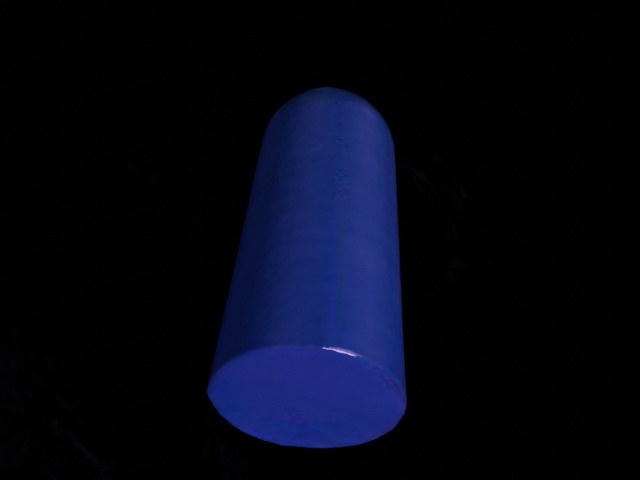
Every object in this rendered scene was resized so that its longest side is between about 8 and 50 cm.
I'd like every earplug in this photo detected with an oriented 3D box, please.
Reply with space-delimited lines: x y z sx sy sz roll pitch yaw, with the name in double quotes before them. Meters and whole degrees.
"earplug" 0.000 0.000 0.847 0.132 0.132 0.273 32 45 -30
